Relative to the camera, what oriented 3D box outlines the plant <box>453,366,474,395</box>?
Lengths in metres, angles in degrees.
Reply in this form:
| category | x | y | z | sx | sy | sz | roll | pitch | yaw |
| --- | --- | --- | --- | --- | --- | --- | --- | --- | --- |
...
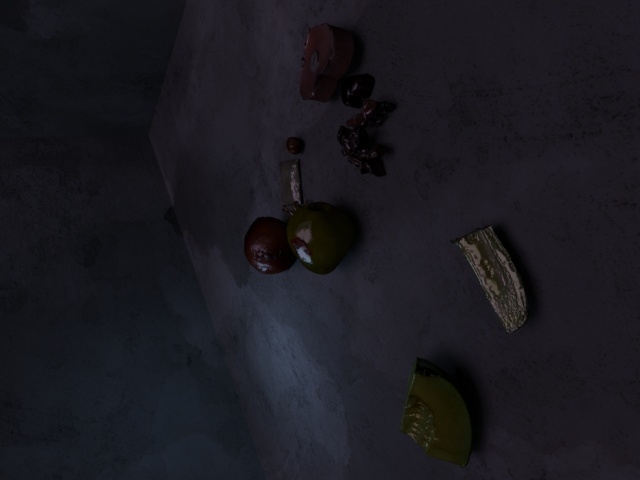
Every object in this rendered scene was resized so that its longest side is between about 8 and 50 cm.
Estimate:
| category | x | y | z | sx | sy | sz | roll | pitch | yaw |
| --- | --- | --- | --- | --- | --- | --- | --- | --- | --- |
| plant | 0.493 | 0.488 | 1.561 | 0.102 | 0.051 | 0.051 | 62 | 141 | 30 |

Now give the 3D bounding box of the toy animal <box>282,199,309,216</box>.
| category | x | y | z | sx | sy | sz | roll | pitch | yaw |
| --- | --- | --- | --- | --- | --- | --- | --- | --- | --- |
| toy animal | -0.101 | -0.136 | 2.160 | 0.241 | 0.057 | 0.099 | -3 | 113 | 46 |

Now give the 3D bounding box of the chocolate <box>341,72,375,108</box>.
| category | x | y | z | sx | sy | sz | roll | pitch | yaw |
| --- | --- | --- | --- | --- | --- | --- | --- | --- | --- |
| chocolate | 0.130 | -0.594 | 1.731 | 0.148 | 0.080 | 0.125 | -45 | 64 | 51 |

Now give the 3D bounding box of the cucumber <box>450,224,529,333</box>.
| category | x | y | z | sx | sy | sz | roll | pitch | yaw |
| --- | --- | --- | --- | --- | --- | --- | --- | --- | --- |
| cucumber | 0.537 | 0.113 | 1.361 | 0.145 | 0.105 | 0.325 | -30 | 73 | 25 |

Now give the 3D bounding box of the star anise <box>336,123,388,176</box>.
| category | x | y | z | sx | sy | sz | roll | pitch | yaw |
| --- | --- | --- | --- | --- | --- | --- | --- | --- | --- |
| star anise | 0.155 | -0.340 | 1.711 | 0.220 | 0.099 | 0.214 | 27 | 150 | 41 |

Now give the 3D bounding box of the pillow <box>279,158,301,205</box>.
| category | x | y | z | sx | sy | sz | roll | pitch | yaw |
| --- | --- | --- | --- | --- | --- | --- | --- | --- | --- |
| pillow | -0.150 | -0.286 | 2.222 | 0.148 | 0.050 | 0.229 | 4 | 104 | 43 |

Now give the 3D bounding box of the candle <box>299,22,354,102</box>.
| category | x | y | z | sx | sy | sz | roll | pitch | yaw |
| --- | --- | --- | --- | --- | --- | --- | --- | --- | --- |
| candle | 0.017 | -0.732 | 1.810 | 0.317 | 0.132 | 0.287 | -52 | 46 | 49 |

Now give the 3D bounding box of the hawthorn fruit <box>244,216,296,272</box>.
| category | x | y | z | sx | sy | sz | roll | pitch | yaw |
| --- | --- | --- | --- | --- | --- | --- | --- | --- | --- |
| hawthorn fruit | -0.250 | 0.022 | 2.245 | 0.316 | 0.316 | 0.315 | 19 | 114 | 50 |

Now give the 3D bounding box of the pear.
| category | x | y | z | sx | sy | sz | roll | pitch | yaw |
| --- | --- | --- | --- | --- | --- | --- | --- | --- | --- |
| pear | 0.000 | 0.000 | 1.923 | 0.287 | 0.288 | 0.375 | 38 | 149 | 42 |

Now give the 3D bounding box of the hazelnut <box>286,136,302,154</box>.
| category | x | y | z | sx | sy | sz | roll | pitch | yaw |
| --- | --- | --- | --- | --- | --- | --- | --- | --- | --- |
| hazelnut | -0.123 | -0.449 | 2.123 | 0.086 | 0.086 | 0.085 | 19 | 114 | 50 |

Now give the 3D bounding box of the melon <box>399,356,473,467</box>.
| category | x | y | z | sx | sy | sz | roll | pitch | yaw |
| --- | --- | --- | --- | --- | --- | --- | --- | --- | --- |
| melon | 0.393 | 0.577 | 1.575 | 0.331 | 0.226 | 0.343 | -132 | 45 | -55 |

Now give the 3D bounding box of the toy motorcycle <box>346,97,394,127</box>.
| category | x | y | z | sx | sy | sz | roll | pitch | yaw |
| --- | --- | --- | --- | --- | --- | --- | --- | --- | --- |
| toy motorcycle | 0.172 | -0.474 | 1.674 | 0.213 | 0.118 | 0.084 | -18 | 75 | 54 |
